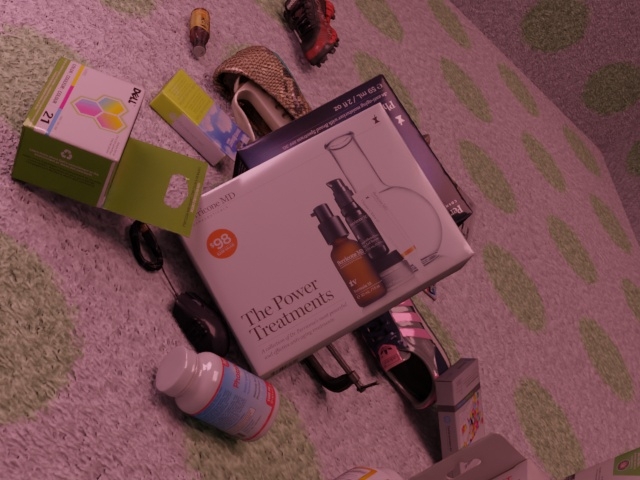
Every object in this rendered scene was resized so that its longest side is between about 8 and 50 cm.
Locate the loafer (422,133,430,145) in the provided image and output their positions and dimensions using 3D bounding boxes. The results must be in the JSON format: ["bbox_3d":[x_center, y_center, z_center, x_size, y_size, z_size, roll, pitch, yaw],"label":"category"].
[{"bbox_3d":[0.258,-0.239,2.336,0.039,0.045,0.125,64,32,-16],"label":"loafer"}]

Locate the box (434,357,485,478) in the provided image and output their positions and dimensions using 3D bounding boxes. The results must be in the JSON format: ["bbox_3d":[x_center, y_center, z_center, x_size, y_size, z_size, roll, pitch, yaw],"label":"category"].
[{"bbox_3d":[0.257,0.323,1.634,0.145,0.038,0.186,-18,104,-61],"label":"box"}]

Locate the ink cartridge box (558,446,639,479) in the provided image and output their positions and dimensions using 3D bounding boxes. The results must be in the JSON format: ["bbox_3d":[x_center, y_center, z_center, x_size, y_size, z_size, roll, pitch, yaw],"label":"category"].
[{"bbox_3d":[0.494,0.513,1.622,0.115,0.272,0.198,53,29,-6],"label":"ink cartridge box"}]

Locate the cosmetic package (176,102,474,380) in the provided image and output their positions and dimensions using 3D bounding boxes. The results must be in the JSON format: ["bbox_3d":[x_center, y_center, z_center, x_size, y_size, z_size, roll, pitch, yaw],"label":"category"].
[{"bbox_3d":[0.000,0.000,1.377,0.284,0.377,0.097,59,-11,12],"label":"cosmetic package"}]

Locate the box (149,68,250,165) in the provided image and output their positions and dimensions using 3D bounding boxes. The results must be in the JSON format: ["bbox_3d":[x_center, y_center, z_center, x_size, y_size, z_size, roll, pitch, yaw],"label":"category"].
[{"bbox_3d":[-0.212,-0.213,1.602,0.178,0.042,0.109,45,31,-17],"label":"box"}]

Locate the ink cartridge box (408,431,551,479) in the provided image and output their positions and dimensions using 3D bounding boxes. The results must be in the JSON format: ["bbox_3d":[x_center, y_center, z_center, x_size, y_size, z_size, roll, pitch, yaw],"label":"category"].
[{"bbox_3d":[0.320,0.494,1.452,0.353,0.207,0.119,44,29,-14],"label":"ink cartridge box"}]

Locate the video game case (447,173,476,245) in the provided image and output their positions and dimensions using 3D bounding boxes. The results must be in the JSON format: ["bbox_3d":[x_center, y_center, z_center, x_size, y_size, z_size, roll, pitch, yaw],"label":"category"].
[{"bbox_3d":[0.317,-0.103,2.286,0.206,0.026,0.227,46,30,-13],"label":"video game case"}]

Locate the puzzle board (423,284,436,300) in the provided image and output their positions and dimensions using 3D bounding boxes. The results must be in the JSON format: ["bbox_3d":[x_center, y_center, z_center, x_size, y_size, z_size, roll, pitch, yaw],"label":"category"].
[{"bbox_3d":[0.223,0.062,1.981,0.096,0.011,0.128,40,31,-24],"label":"puzzle board"}]

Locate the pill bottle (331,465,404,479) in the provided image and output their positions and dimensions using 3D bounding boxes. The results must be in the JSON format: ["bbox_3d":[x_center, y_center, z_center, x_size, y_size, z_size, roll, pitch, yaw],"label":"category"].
[{"bbox_3d":[0.043,0.388,1.250,0.215,0.117,0.117,-9,66,-58],"label":"pill bottle"}]

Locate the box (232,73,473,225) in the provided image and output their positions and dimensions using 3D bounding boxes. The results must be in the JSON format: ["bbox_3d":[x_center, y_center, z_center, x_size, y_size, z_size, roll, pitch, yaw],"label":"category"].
[{"bbox_3d":[0.050,-0.076,1.546,0.294,0.296,0.183,58,-14,7],"label":"box"}]

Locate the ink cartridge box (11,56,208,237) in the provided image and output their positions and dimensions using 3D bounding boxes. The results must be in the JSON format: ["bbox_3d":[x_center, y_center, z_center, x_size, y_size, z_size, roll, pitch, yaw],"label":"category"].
[{"bbox_3d":[-0.279,-0.133,1.275,0.255,0.097,0.189,19,39,-12],"label":"ink cartridge box"}]

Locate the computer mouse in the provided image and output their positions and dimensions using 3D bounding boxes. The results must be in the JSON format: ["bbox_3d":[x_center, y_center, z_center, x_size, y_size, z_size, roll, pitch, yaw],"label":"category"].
[{"bbox_3d":[-0.203,0.067,1.314,0.242,0.041,0.071,55,29,4],"label":"computer mouse"}]

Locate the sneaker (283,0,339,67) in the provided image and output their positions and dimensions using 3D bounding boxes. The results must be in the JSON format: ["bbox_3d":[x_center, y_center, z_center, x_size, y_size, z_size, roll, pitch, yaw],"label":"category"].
[{"bbox_3d":[-0.029,-0.520,2.151,0.135,0.097,0.276,36,31,-30],"label":"sneaker"}]

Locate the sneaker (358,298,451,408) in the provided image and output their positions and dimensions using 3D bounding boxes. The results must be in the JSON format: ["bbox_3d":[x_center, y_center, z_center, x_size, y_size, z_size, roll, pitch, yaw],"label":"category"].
[{"bbox_3d":[0.124,0.163,1.621,0.319,0.112,0.131,50,26,-5],"label":"sneaker"}]

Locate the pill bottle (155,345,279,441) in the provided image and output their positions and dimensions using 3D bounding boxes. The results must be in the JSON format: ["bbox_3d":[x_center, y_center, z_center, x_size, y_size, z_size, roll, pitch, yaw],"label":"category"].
[{"bbox_3d":[-0.139,0.204,1.211,0.160,0.087,0.087,34,34,-32],"label":"pill bottle"}]

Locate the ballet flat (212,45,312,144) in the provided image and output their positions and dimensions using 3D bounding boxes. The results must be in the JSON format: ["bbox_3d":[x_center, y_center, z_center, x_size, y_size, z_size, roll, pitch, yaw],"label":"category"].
[{"bbox_3d":[-0.041,-0.163,1.722,0.182,0.164,0.483,-34,82,-40],"label":"ballet flat"}]

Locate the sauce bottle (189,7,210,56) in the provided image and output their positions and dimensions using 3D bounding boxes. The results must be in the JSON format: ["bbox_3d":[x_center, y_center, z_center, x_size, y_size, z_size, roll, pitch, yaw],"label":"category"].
[{"bbox_3d":[-0.239,-0.412,1.780,0.042,0.042,0.128,31,37,-36],"label":"sauce bottle"}]

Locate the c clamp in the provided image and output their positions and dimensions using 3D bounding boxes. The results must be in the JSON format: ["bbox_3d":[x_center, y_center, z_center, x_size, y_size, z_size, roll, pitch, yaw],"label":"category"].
[{"bbox_3d":[0.015,0.182,1.424,0.022,0.137,0.161,-37,85,-35],"label":"c clamp"}]
